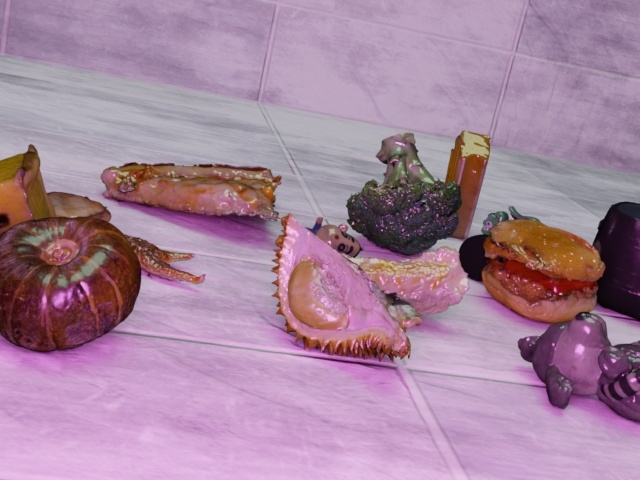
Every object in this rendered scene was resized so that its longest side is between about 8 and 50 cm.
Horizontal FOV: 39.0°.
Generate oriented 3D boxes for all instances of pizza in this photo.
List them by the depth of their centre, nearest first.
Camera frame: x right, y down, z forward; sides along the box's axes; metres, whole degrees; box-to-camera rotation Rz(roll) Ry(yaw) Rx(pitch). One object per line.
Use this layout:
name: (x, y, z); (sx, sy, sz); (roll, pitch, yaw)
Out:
pizza: (-0.280, -0.121, 1.993); (0.391, 0.080, 0.435); (5, 10, -4)

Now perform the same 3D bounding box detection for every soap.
soap: (0.356, -0.146, 2.263); (0.080, 0.258, 0.160); (12, 16, -4)

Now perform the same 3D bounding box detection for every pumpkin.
pumpkin: (-0.352, 0.062, 1.238); (0.218, 0.162, 0.219); (-1, 36, 1)

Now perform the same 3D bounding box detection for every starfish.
starfish: (-0.325, 0.026, 1.541); (0.247, 0.050, 0.138); (12, 13, -17)

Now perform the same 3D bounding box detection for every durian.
durian: (0.046, 0.096, 1.392); (0.172, 0.167, 0.306); (-6, 38, -39)

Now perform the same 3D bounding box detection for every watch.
watch: (0.480, -0.003, 2.138); (0.165, 0.131, 0.152); (26, 11, 40)

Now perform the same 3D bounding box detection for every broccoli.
broccoli: (0.185, -0.102, 1.986); (0.269, 0.270, 0.270); (-5, -7, -1)

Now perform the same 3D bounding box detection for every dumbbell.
dumbbell: (0.391, 0.029, 1.985); (0.100, 0.100, 0.191); (24, 20, 35)

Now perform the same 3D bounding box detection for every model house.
model house: (-0.530, -0.032, 1.370); (0.234, 0.175, 0.193); (-10, 22, -10)

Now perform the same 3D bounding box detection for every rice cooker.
rice cooker: (0.703, 0.048, 1.940); (0.267, 0.225, 0.267); (10, 16, -3)

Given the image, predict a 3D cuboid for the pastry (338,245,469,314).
pastry: (0.129, 0.074, 1.576); (0.258, 0.122, 0.089); (-4, -16, -16)

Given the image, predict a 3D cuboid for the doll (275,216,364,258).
doll: (0.000, 0.000, 1.829); (0.179, 0.102, 0.089); (12, -23, 1)

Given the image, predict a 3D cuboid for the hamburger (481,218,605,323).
hamburger: (0.436, 0.068, 1.796); (0.244, 0.163, 0.244); (10, 24, -4)

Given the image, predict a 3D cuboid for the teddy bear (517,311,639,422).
teddy bear: (0.429, 0.195, 1.396); (0.251, 0.144, 0.171); (13, 30, 12)

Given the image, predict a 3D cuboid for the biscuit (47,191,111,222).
biscuit: (-0.495, -0.033, 1.634); (0.154, 0.045, 0.299); (15, 17, 5)
